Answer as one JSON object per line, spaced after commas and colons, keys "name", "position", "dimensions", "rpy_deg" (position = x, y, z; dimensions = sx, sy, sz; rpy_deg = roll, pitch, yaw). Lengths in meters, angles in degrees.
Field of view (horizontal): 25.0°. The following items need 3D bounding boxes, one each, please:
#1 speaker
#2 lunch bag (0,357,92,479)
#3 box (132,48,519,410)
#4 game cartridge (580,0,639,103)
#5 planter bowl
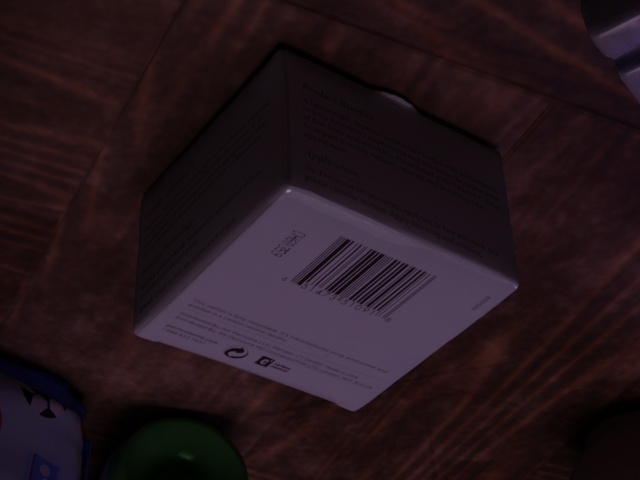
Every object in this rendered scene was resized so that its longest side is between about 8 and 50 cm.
{"name": "speaker", "position": [-0.155, 0.277, 1.269], "dimensions": [0.131, 0.131, 0.296], "rpy_deg": [10, 139, -15]}
{"name": "lunch bag", "position": [-0.371, 0.235, 1.053], "dimensions": [0.386, 0.327, 0.239], "rpy_deg": [8, 141, -10]}
{"name": "box", "position": [0.000, 0.000, 0.939], "dimensions": [0.181, 0.119, 0.182], "rpy_deg": [23, 135, -27]}
{"name": "game cartridge", "position": [0.343, -0.088, 0.897], "dimensions": [0.230, 0.068, 0.355], "rpy_deg": [-28, 134, 22]}
{"name": "planter bowl", "position": [0.278, 0.211, 1.219], "dimensions": [0.162, 0.109, 0.162], "rpy_deg": [-1, 142, -1]}
